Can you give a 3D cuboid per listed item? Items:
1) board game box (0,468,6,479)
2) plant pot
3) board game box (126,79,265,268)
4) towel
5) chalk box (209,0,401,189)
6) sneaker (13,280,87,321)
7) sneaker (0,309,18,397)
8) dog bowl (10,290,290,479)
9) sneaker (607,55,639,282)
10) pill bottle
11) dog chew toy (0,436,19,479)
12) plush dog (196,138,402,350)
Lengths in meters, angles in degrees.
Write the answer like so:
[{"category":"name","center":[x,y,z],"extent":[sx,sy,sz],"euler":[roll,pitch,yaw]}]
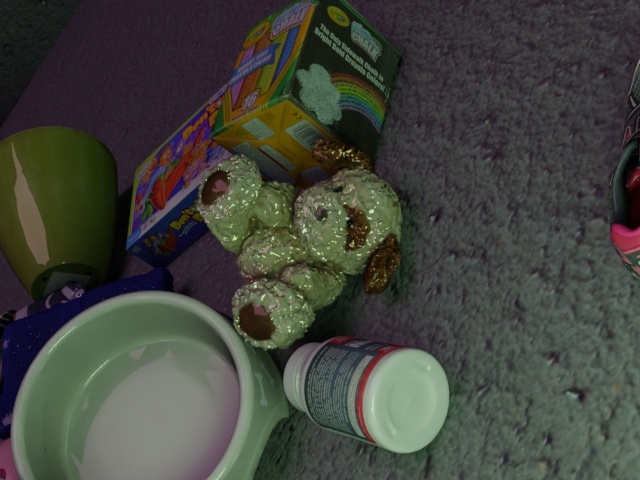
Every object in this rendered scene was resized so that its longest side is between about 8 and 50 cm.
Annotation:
[{"category":"board game box","center":[-0.322,0.469,1.064],"extent":[0.390,0.050,0.390],"euler":[11,94,41]},{"category":"plant pot","center":[-0.502,-0.019,1.873],"extent":[0.275,0.275,0.293],"euler":[-41,48,21]},{"category":"board game box","center":[-0.192,-0.137,1.698],"extent":[0.347,0.078,0.233],"euler":[-39,34,24]},{"category":"towel","center":[-0.363,0.181,1.543],"extent":[0.308,0.076,0.228],"euler":[-21,47,12]},{"category":"chalk box","center":[-0.012,-0.242,1.458],"extent":[0.179,0.180,0.289],"euler":[-20,43,43]},{"category":"sneaker","center":[-0.433,0.185,1.690],"extent":[0.153,0.099,0.282],"euler":[-32,47,1]},{"category":"sneaker","center":[-0.657,0.235,1.966],"extent":[0.094,0.081,0.208],"euler":[-23,43,45]},{"category":"dog bowl","center":[-0.217,0.218,1.195],"extent":[0.348,0.102,0.349],"euler":[-7,60,11]},{"category":"sneaker","center":[0.326,-0.085,0.897],"extent":[0.121,0.112,0.299],"euler":[-25,40,39]},{"category":"pill bottle","center":[0.041,0.159,1.048],"extent":[0.180,0.108,0.108],"euler":[3,62,55]},{"category":"dog chew toy","center":[-0.427,0.407,1.370],"extent":[0.332,0.206,0.206],"euler":[-43,31,32]},{"category":"plush dog","center":[0.000,0.000,1.240],"extent":[0.225,0.210,0.262],"euler":[-26,66,17]}]
